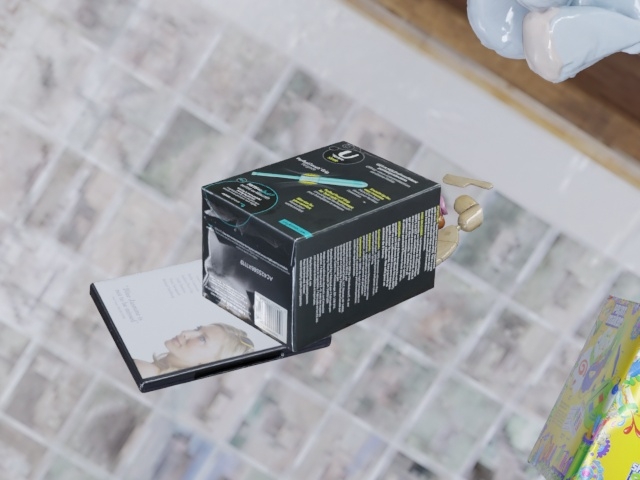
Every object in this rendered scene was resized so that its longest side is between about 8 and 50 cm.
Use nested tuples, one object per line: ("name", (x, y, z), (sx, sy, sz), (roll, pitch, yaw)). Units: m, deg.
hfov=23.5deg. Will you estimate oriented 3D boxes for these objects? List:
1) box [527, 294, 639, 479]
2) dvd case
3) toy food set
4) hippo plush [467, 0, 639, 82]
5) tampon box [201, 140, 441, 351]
("box", (0.442, 0.240, 2.113), (0.279, 0.177, 0.290), (-64, 2, 1))
("dvd case", (-0.135, 0.091, 1.890), (0.180, 0.253, 0.022), (55, 147, 39))
("toy food set", (0.108, -0.011, 1.421), (0.078, 0.019, 0.122), (14, 51, 40))
("hippo plush", (0.289, -0.294, 1.691), (0.236, 0.294, 0.234), (-161, 67, -69))
("tampon box", (0.000, 0.000, 1.260), (0.161, 0.120, 0.101), (-21, -55, -37))
